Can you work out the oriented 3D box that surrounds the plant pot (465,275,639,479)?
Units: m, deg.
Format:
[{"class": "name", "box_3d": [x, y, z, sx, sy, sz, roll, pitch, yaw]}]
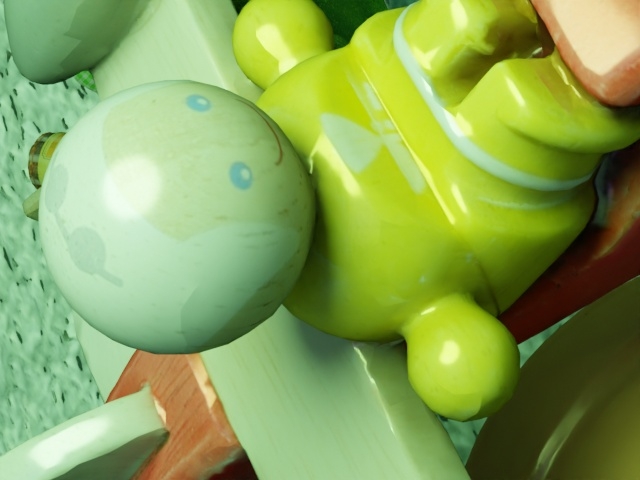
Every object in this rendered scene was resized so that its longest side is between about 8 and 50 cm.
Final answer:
[{"class": "plant pot", "box_3d": [0.220, 0.157, 0.685, 0.291, 0.203, 0.291, -1, 95, -14]}]

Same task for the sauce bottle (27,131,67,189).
[{"class": "sauce bottle", "box_3d": [-0.118, -0.041, 1.022, 0.128, 0.042, 0.042, 8, 96, 25]}]

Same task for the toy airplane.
[{"class": "toy airplane", "box_3d": [-0.013, 0.011, 0.610, 0.386, 0.272, 0.384, 15, 93, 34]}]

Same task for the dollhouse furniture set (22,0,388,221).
[{"class": "dollhouse furniture set", "box_3d": [-0.105, -0.160, 0.901, 0.197, 0.151, 0.301, -35, 58, 24]}]
